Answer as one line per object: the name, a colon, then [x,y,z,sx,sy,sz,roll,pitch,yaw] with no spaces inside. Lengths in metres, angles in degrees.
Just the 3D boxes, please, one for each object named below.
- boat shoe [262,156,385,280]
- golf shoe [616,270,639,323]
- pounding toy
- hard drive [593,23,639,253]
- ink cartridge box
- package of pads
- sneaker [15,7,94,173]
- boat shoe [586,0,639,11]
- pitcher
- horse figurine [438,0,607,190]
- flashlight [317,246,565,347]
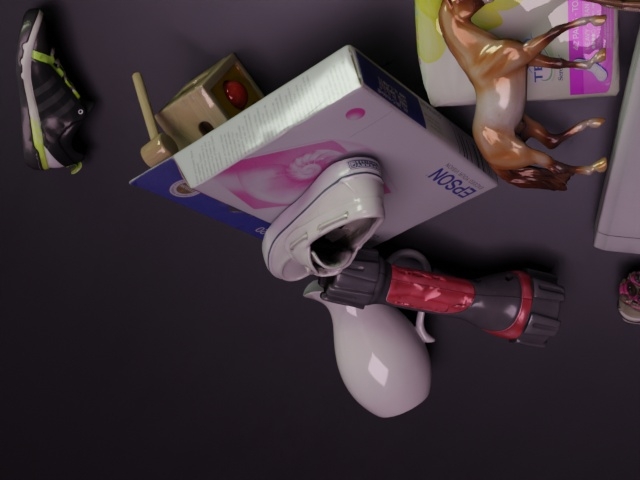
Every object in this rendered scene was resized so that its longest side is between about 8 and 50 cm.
boat shoe: [0.000,0.000,1.187,0.095,0.084,0.258,-1,153,-22]
golf shoe: [0.479,0.079,1.296,0.186,0.067,0.086,1,146,14]
pounding toy: [-0.143,-0.154,1.241,0.094,0.206,0.181,-28,108,27]
hard drive: [0.448,-0.100,1.122,0.233,0.047,0.353,6,143,10]
ink cartridge box: [0.000,-0.069,1.221,0.330,0.071,0.324,-29,150,26]
package of pads: [0.215,-0.299,1.123,0.229,0.101,0.296,-1,118,15]
sneaker: [-0.357,-0.202,1.363,0.097,0.084,0.234,-2,122,-11]
boat shoe: [0.222,-0.305,0.991,0.325,0.116,0.123,14,121,6]
pitcher: [0.096,0.126,1.396,0.178,0.125,0.207,-24,100,9]
horse figurine: [0.226,-0.153,1.110,0.175,0.066,0.263,-2,124,13]
flashlight: [0.157,0.065,1.301,0.304,0.103,0.103,12,118,-11]
